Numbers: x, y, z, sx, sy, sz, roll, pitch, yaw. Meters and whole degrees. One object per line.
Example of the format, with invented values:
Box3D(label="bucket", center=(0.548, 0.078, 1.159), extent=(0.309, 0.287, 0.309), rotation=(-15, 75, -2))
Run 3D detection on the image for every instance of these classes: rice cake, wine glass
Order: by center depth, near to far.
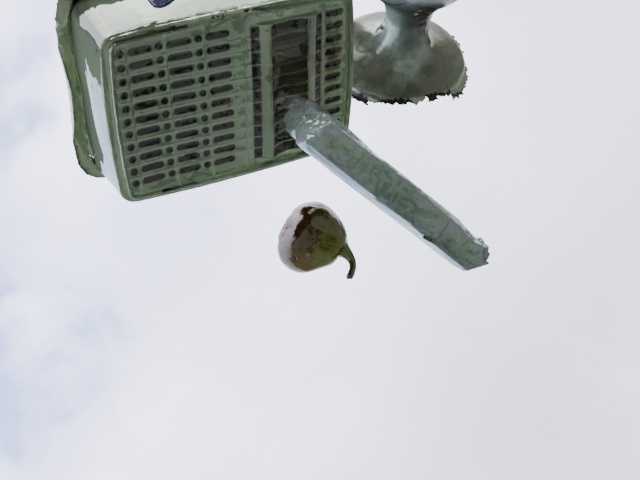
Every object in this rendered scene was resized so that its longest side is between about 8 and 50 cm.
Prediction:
Box3D(label="rice cake", center=(0.064, -0.050, 0.881), extent=(0.226, 0.085, 0.040), rotation=(37, -82, -20))
Box3D(label="wine glass", center=(0.107, -0.313, 0.996), extent=(0.190, 0.190, 0.357), rotation=(-30, -30, -23))

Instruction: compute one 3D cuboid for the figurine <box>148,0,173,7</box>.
Box3D(label="figurine", center=(-0.120, -0.319, 0.696), extent=(0.161, 0.158, 0.275), rotation=(12, -65, -33))

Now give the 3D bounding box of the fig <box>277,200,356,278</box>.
Box3D(label="fig", center=(0.000, 0.000, 1.112), extent=(0.098, 0.084, 0.082), rotation=(20, -46, -10))

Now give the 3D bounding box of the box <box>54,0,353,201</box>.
Box3D(label="box", center=(-0.111, -0.176, 0.935), extent=(0.290, 0.166, 0.220), rotation=(-17, -48, -22))
